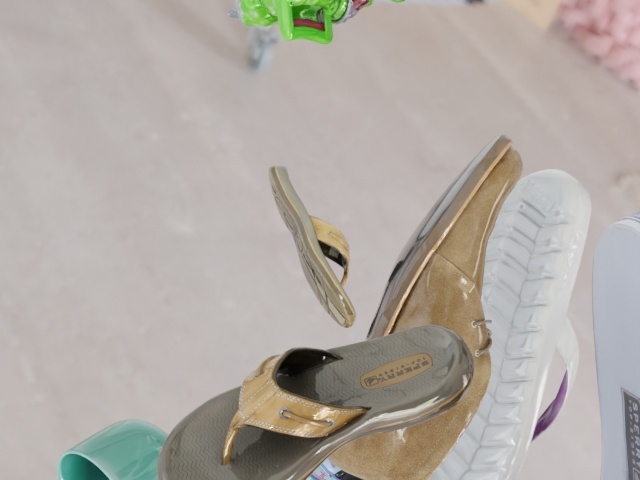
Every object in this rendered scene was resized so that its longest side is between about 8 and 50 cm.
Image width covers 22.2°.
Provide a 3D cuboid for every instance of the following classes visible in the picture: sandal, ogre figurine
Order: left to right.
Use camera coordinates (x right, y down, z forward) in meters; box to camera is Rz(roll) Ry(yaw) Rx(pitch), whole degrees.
[{"bbox_3d":[-0.005,0.103,1.043,0.219,0.060,0.090,-20,47,-6],"label":"sandal"},{"bbox_3d":[0.000,0.000,1.623,0.049,0.072,0.180,-22,77,-10],"label":"sandal"},{"bbox_3d":[0.009,-0.211,1.332,0.118,0.097,0.197,-14,17,-39],"label":"ogre figurine"},{"bbox_3d":[0.205,0.134,1.671,0.102,0.416,0.169,21,-1,-29],"label":"sandal"}]

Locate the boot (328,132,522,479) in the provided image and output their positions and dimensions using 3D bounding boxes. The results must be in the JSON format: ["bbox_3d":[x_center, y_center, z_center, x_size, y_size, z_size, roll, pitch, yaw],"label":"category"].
[{"bbox_3d":[0.102,0.060,1.335,0.115,0.305,0.112,28,-2,1],"label":"boot"}]

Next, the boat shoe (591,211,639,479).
[{"bbox_3d":[0.177,0.107,0.726,0.084,0.258,0.095,-11,25,-17],"label":"boat shoe"}]

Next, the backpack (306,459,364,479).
[{"bbox_3d":[0.025,0.215,1.787,0.173,0.117,0.158,-24,73,-48],"label":"backpack"}]

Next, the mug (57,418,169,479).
[{"bbox_3d":[-0.194,0.238,1.631,0.097,0.129,0.157,-29,49,-35],"label":"mug"}]
